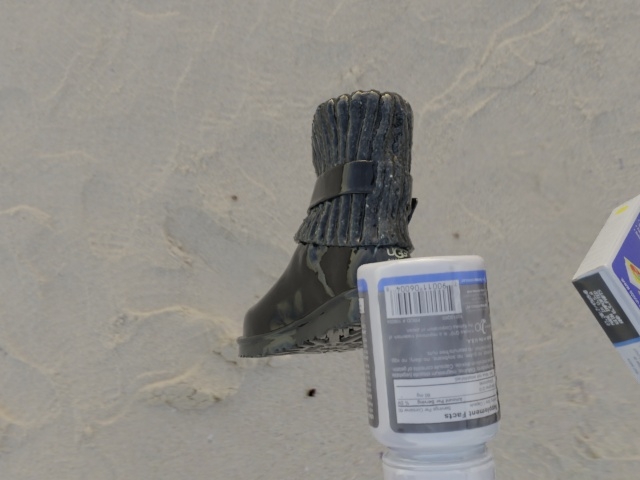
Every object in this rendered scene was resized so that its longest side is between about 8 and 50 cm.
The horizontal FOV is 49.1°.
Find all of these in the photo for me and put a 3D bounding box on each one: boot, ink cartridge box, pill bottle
[{"bbox_3d":[0.004,0.000,0.844,0.131,0.348,0.260,6,69,-34],"label":"boot"},{"bbox_3d":[0.514,0.096,1.025,0.072,0.307,0.303,-32,94,44],"label":"ink cartridge box"},{"bbox_3d":[0.065,0.080,0.416,0.078,0.078,0.137,-5,85,9],"label":"pill bottle"}]
